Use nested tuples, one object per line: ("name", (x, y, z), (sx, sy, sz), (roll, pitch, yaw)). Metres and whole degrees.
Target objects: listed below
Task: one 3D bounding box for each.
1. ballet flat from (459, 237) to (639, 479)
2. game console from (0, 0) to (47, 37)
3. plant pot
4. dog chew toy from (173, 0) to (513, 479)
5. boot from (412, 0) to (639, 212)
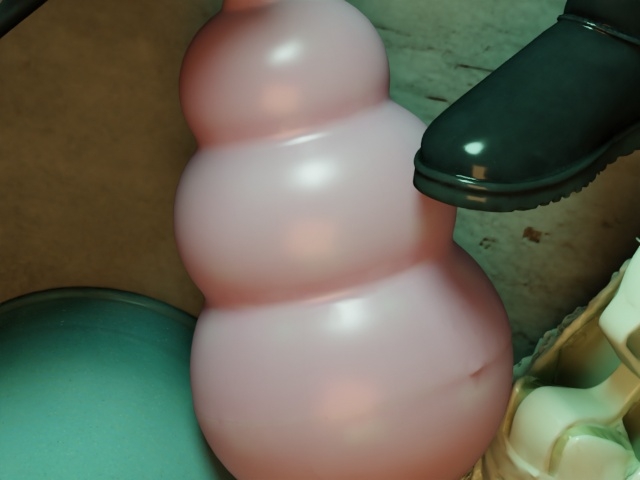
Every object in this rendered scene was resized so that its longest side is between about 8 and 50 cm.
("ballet flat", (0.194, 0.078, 1.287), (0.147, 0.147, 0.409), (33, 106, -11))
("game console", (-0.238, -0.264, 1.096), (0.386, 0.060, 0.342), (-37, 71, 9))
("plant pot", (-0.167, 0.206, 1.304), (0.271, 0.255, 0.272), (1, 114, 3))
("dog chew toy", (0.000, 0.000, 1.243), (0.206, 0.206, 0.332), (-12, 102, 8))
("boot", (0.146, -0.144, 1.166), (0.094, 0.246, 0.207), (22, 123, 40))
